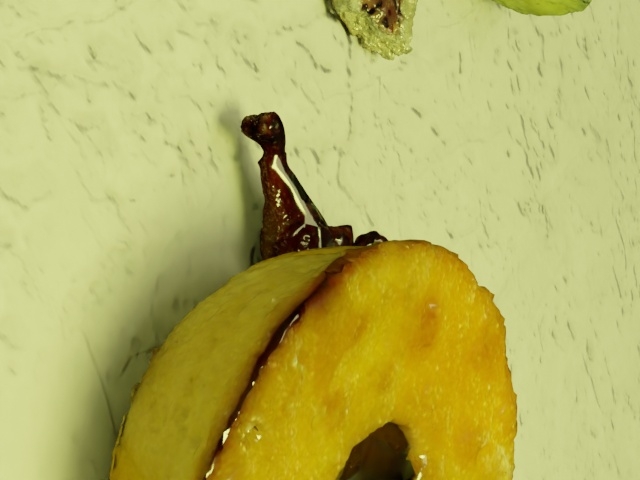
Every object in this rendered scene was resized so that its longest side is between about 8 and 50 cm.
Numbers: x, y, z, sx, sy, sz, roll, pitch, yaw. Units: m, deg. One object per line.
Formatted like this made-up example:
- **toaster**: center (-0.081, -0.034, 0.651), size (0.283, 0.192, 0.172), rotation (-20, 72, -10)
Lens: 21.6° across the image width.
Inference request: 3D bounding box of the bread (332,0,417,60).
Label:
- **bread**: center (0.039, -0.174, 1.170), size (0.083, 0.035, 0.070), rotation (36, 58, -46)

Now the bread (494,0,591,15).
- **bread**: center (0.164, -0.243, 1.292), size (0.129, 0.111, 0.114), rotation (26, 70, -33)

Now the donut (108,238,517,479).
- **donut**: center (-0.005, 0.136, 0.992), size (0.303, 0.110, 0.303), rotation (-15, 109, -48)

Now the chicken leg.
- **chicken leg**: center (-0.001, 0.006, 1.090), size (0.219, 0.048, 0.089), rotation (46, 49, -45)
